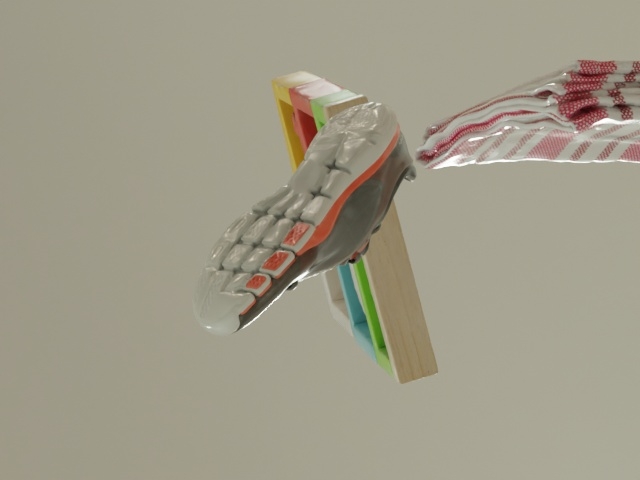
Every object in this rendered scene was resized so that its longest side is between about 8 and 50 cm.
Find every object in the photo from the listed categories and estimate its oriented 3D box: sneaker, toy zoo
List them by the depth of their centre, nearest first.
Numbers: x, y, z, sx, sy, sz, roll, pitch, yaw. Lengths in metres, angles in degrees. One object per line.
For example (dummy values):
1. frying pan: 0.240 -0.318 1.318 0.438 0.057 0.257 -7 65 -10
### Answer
1. sneaker: 0.000 0.000 1.072 0.158 0.061 0.065 -48 -53 -13
2. toy zoo: 0.015 -0.020 1.422 0.030 0.293 0.192 -16 -78 -7

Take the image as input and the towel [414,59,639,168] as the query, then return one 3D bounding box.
1. towel: 0.159 -0.050 0.900 0.197 0.144 0.029 0 -97 -23
